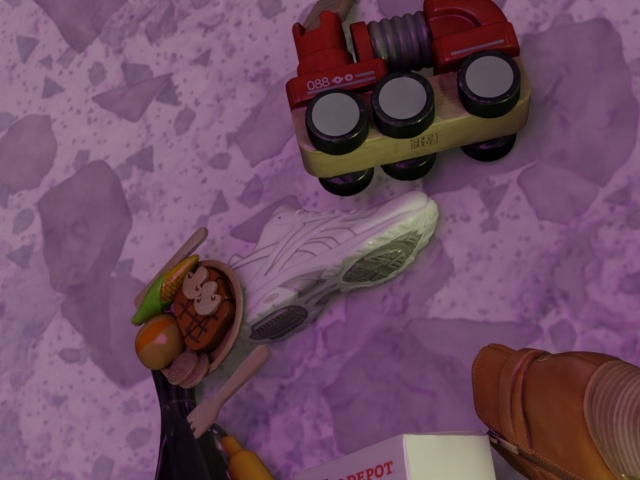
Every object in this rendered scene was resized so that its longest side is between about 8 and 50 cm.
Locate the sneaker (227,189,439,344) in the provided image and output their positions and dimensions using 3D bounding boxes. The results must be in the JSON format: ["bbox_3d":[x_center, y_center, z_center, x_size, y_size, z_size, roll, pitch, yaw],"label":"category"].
[{"bbox_3d":[0.000,0.000,1.231,0.232,0.090,0.115,-29,61,11],"label":"sneaker"}]

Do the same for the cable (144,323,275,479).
[{"bbox_3d":[-0.124,0.189,1.256,0.139,0.072,0.287,-42,48,25],"label":"cable"}]

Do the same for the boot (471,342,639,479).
[{"bbox_3d":[0.227,0.217,1.040,0.109,0.283,0.220,-33,24,-29],"label":"boot"}]

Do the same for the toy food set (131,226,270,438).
[{"bbox_3d":[-0.127,0.078,1.225,0.132,0.038,0.192,-48,46,17],"label":"toy food set"}]

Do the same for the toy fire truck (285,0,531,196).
[{"bbox_3d":[0.068,-0.183,1.236,0.217,0.158,0.246,-14,67,1],"label":"toy fire truck"}]

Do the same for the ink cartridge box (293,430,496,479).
[{"bbox_3d":[0.070,0.290,1.058,0.172,0.100,0.237,-32,58,49],"label":"ink cartridge box"}]
